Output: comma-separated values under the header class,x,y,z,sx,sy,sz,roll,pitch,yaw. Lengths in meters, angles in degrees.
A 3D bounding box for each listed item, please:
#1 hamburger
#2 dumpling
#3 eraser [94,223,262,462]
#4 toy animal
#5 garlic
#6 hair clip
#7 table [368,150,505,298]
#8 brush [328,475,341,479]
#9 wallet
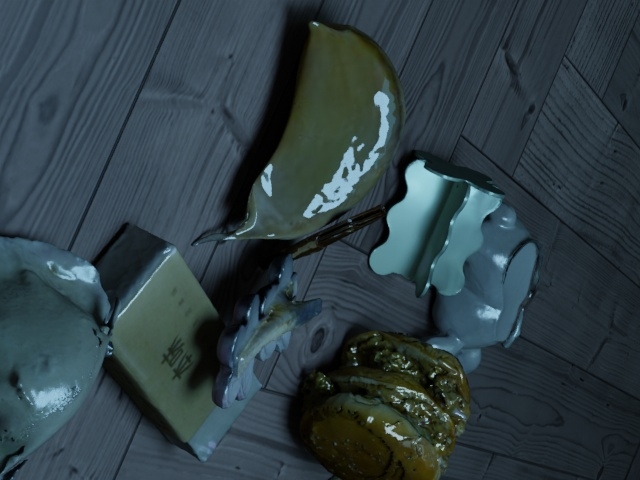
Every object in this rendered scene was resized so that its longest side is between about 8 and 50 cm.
class,x,y,z,sx,sy,sz,roll,pitch,yaw
hamburger,0.089,0.268,1.862,0.245,0.260,0.211,-39,-164,47
dumpling,-0.333,0.121,1.227,0.293,0.204,0.163,-61,-178,-40
eraser,-0.187,0.138,1.499,0.144,0.078,0.343,-53,145,-20
toy animal,0.266,0.095,2.076,0.208,0.154,0.325,25,92,-52
garlic,-0.020,-0.118,1.576,0.196,0.151,0.338,23,100,-36
hair clip,-0.072,0.116,1.542,0.257,0.075,0.146,-41,147,-53
table,0.179,-0.017,1.888,0.166,0.166,0.198,0,116,-56
brush,-0.040,0.451,1.956,0.336,0.020,0.085,-27,129,-48
wallet,0.000,0.000,1.624,0.095,0.176,0.026,-20,86,-54
